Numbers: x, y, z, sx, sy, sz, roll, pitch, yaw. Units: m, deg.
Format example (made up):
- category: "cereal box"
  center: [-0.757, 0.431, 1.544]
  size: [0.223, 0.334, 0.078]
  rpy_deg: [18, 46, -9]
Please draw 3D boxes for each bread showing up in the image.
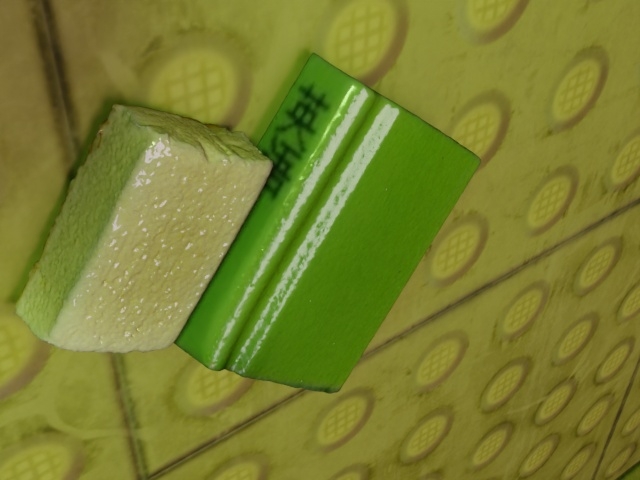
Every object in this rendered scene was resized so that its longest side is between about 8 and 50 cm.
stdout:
- category: "bread"
  center: [-0.133, -0.004, 0.633]
  size: [0.125, 0.068, 0.188]
  rpy_deg: [11, 115, -49]

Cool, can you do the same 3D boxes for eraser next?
- category: "eraser"
  center: [0.000, 0.000, 0.750]
  size: [0.210, 0.092, 0.274]
  rpy_deg: [21, 105, -51]
